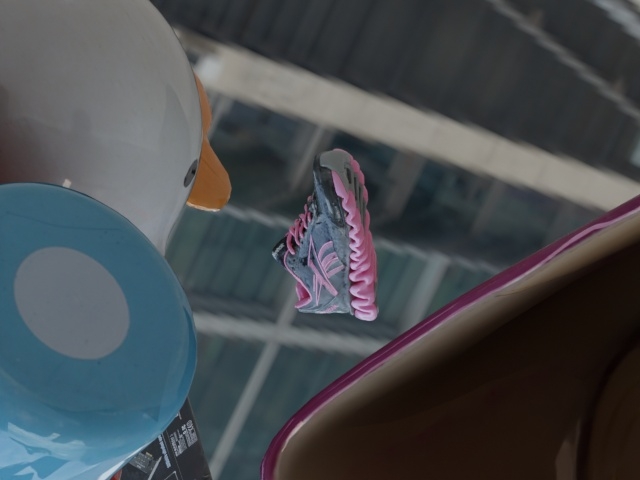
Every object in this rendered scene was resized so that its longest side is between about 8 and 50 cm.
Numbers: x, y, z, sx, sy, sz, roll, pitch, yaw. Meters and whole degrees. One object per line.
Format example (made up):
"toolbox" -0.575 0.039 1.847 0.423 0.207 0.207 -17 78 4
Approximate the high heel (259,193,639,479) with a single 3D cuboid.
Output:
"high heel" 0.137 -0.001 0.291 0.181 0.377 0.127 4 -120 -23

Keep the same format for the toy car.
"toy car" -0.097 -0.006 0.577 0.238 0.219 0.210 -30 -98 -46

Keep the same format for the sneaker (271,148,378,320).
"sneaker" 0.000 0.000 1.043 0.057 0.119 0.047 -1 -136 8

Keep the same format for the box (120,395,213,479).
"box" -0.194 0.222 1.436 0.076 0.242 0.307 37 154 36
